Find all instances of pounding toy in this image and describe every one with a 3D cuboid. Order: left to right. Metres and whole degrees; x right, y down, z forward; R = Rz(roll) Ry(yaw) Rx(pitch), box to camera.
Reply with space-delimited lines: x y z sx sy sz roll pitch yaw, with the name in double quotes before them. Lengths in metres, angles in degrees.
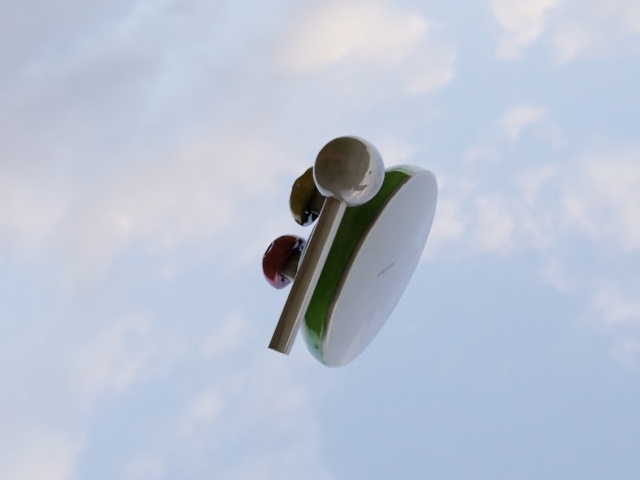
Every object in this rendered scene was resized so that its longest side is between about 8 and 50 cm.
"pounding toy" 0.000 0.000 0.890 0.110 0.237 0.183 27 -89 19
